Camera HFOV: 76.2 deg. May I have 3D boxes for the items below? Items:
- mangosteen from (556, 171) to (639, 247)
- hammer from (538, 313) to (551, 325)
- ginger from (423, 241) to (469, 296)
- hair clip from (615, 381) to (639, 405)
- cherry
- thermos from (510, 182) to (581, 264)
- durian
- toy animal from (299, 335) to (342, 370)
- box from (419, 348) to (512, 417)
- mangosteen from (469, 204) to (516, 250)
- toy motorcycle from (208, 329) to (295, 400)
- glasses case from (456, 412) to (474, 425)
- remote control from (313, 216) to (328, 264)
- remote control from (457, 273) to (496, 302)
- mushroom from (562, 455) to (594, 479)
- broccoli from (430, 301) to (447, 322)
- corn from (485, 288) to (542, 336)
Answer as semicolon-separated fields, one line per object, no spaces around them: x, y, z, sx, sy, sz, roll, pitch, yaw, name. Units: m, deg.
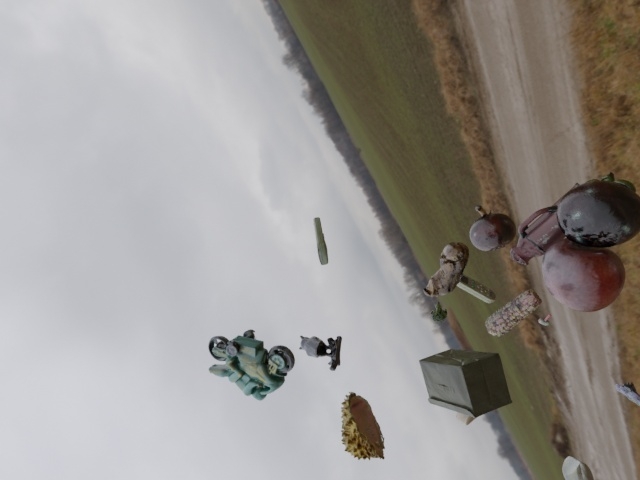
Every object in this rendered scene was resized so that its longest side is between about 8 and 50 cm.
0.813;-0.089;1.201;0.216;0.216;0.216;59;-169;-18;mangosteen
1.190;0.415;2.152;0.083;0.052;0.031;99;-167;-46;hammer
0.485;0.104;1.542;0.107;0.133;0.309;56;151;36;ginger
1.273;0.625;1.664;0.195;0.052;0.124;40;-176;-32;hair clip
0.809;0.117;1.280;0.239;0.206;0.239;178;90;-69;cherry
0.794;-0.044;1.420;0.136;0.330;0.109;10;-141;-42;thermos
0.155;0.786;1.782;0.305;0.185;0.196;-99;-13;-46;durian
-0.022;0.429;1.591;0.117;0.210;0.121;4;-95;-53;toy animal
0.446;0.442;1.293;0.231;0.155;0.149;148;109;-69;box
0.910;-0.075;2.195;0.235;0.235;0.261;36;-146;-67;mangosteen
-0.210;0.380;1.233;0.109;0.296;0.198;-28;-57;-63;toy motorcycle
0.554;0.596;1.469;0.196;0.083;0.050;-6;-152;-46;glasses case
0.000;0.000;1.588;0.233;0.038;0.098;-101;1;-61;remote control
0.682;0.211;1.827;0.221;0.042;0.078;28;-142;1;remote control
1.075;1.006;1.644;0.270;0.103;0.118;58;178;4;mushroom
0.531;0.326;1.846;0.095;0.097;0.092;149;105;-72;broccoli
0.762;0.288;1.617;0.092;0.280;0.092;15;-135;-15;corn
